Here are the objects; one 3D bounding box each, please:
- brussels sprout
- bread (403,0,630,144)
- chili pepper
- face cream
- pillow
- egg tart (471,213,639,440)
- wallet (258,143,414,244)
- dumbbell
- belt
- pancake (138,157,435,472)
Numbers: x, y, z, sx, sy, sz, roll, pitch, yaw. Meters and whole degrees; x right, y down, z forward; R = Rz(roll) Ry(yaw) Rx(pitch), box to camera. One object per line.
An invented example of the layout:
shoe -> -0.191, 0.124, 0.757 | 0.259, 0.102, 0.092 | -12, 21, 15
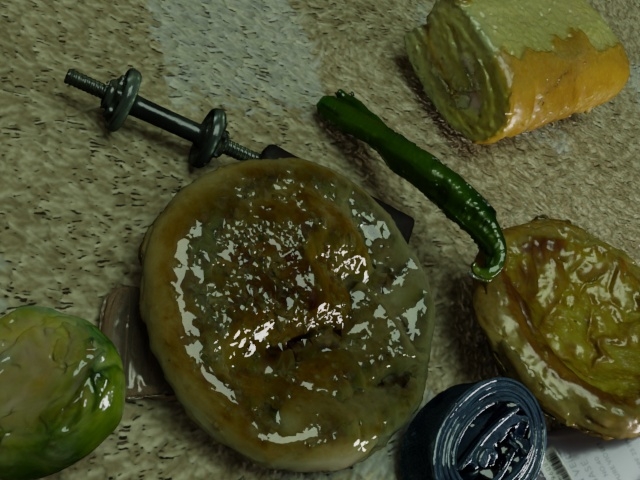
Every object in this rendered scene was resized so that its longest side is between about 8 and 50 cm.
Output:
brussels sprout -> -0.255, 0.147, 0.907 | 0.151, 0.122, 0.149 | -8, 51, 1
bread -> 0.329, -0.289, 1.576 | 0.375, 0.165, 0.237 | -22, 77, -44
chili pepper -> 0.126, -0.088, 1.298 | 0.085, 0.076, 0.359 | -4, 43, -47
face cream -> 0.393, 0.287, 1.285 | 0.273, 0.096, 0.154 | -18, 72, -27
pillow -> -0.140, 0.122, 1.060 | 0.211, 0.034, 0.135 | 16, 57, -23
egg tart -> 0.335, 0.125, 1.302 | 0.341, 0.129, 0.341 | 12, 50, -14
wallet -> 0.000, 0.000, 1.209 | 0.229, 0.049, 0.182 | 29, 63, -19
dumbbell -> -0.187, -0.146, 1.179 | 0.254, 0.081, 0.082 | 24, 49, -22
belt -> 0.181, 0.245, 1.140 | 0.190, 0.082, 0.141 | -33, 95, -33
pancake -> -0.018, 0.074, 1.091 | 0.386, 0.082, 0.387 | 14, 64, -30
